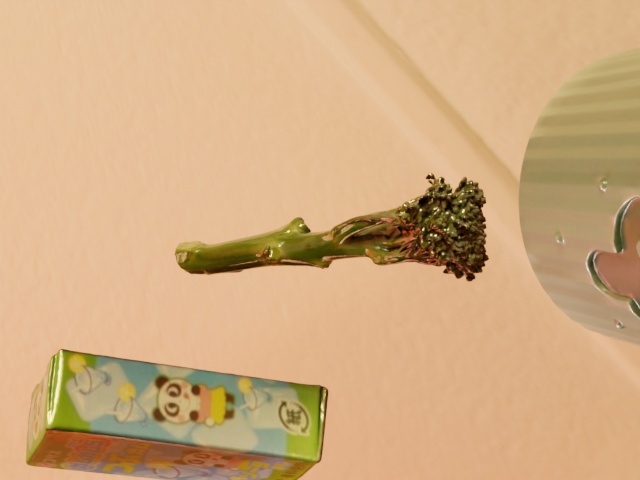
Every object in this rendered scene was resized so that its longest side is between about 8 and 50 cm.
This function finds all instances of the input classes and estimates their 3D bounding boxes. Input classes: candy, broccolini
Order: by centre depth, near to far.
[{"bbox_3d":[0.000,0.003,1.056,0.216,0.058,0.067,-6,-68,22],"label":"broccolini"},{"bbox_3d":[-0.101,0.128,1.164,0.194,0.097,0.062,9,-113,-16],"label":"candy"}]

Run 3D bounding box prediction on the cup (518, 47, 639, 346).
[{"bbox_3d":[0.373,0.014,1.324,0.310,0.392,0.401,2,-88,-29],"label":"cup"}]
